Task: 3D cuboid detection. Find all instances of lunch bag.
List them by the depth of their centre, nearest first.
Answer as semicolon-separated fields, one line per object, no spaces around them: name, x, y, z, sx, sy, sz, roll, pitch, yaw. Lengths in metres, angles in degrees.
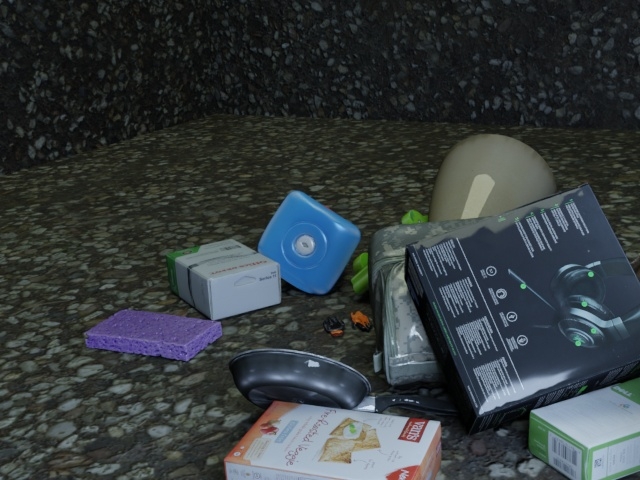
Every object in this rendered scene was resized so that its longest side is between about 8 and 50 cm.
lunch bag;0.227;0.110;1.358;0.305;0.213;0.256;-4;35;2

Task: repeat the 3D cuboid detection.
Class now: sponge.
sponge;-0.292;0.163;1.548;0.210;0.031;0.117;4;19;23

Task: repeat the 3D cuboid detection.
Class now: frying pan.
frying pan;0.022;0.224;1.230;0.326;0.053;0.197;26;-32;-25

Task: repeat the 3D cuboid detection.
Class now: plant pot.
plant pot;0.319;-0.035;1.774;0.256;0.257;0.274;5;36;25

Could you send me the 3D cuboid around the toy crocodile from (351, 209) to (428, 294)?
toy crocodile;0.158;0.029;1.788;0.115;0.105;0.340;-42;-2;30

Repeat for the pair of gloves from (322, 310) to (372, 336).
pair of gloves;0.048;0.148;1.565;0.083;0.010;0.074;-10;20;-13

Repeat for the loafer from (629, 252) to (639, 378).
loafer;0.493;0.100;1.429;0.130;0.134;0.366;-3;15;36

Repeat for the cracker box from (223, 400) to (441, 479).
cracker box;0.019;0.271;1.087;0.232;0.067;0.155;4;19;20

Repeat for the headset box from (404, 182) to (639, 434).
headset box;0.285;0.088;1.177;0.283;0.246;0.131;-20;-22;-4

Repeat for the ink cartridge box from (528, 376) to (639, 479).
ink cartridge box;0.383;0.239;1.128;0.209;0.062;0.109;-11;18;-24

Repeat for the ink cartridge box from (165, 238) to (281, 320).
ink cartridge box;-0.189;0.072;1.722;0.153;0.087;0.208;-13;19;-28

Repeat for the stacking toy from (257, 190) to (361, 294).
stacking toy;0.000;0.000;1.848;0.175;0.166;0.302;33;10;8
